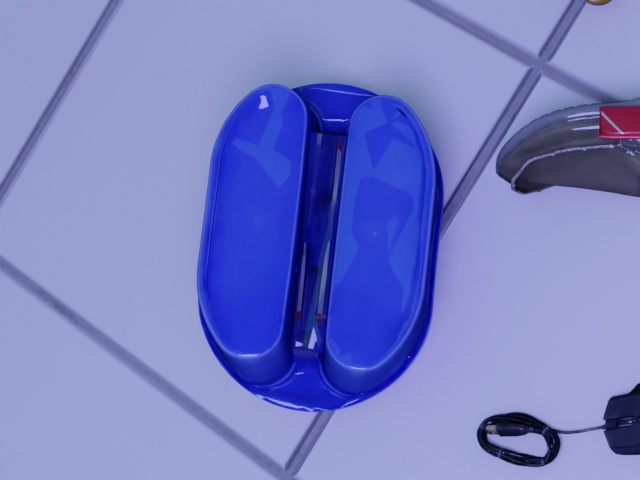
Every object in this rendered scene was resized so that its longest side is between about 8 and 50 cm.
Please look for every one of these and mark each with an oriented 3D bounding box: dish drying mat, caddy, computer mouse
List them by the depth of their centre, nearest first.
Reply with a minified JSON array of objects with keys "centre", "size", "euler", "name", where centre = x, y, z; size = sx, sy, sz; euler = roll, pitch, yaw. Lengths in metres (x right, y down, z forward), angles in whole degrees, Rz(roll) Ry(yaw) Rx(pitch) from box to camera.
[{"centre":[0.302,-0.110,1.618],"size":[0.083,0.008,0.032],"euler":[1,77,16],"name":"dish drying mat"},{"centre":[0.261,0.176,1.651],"size":[0.242,0.041,0.071],"euler":[-11,75,24],"name":"computer mouse"},{"centre":[0.000,0.000,1.741],"size":[0.241,0.179,0.341],"euler":[7,81,2],"name":"caddy"}]

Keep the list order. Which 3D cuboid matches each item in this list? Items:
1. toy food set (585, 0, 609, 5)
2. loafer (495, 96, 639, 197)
[{"centre":[0.254,-0.350,1.754],"size":[0.111,0.104,0.232],"euler":[-6,94,11],"name":"toy food set"},{"centre":[0.289,-0.084,1.662],"size":[0.251,0.094,0.087],"euler":[-16,69,22],"name":"loafer"}]
